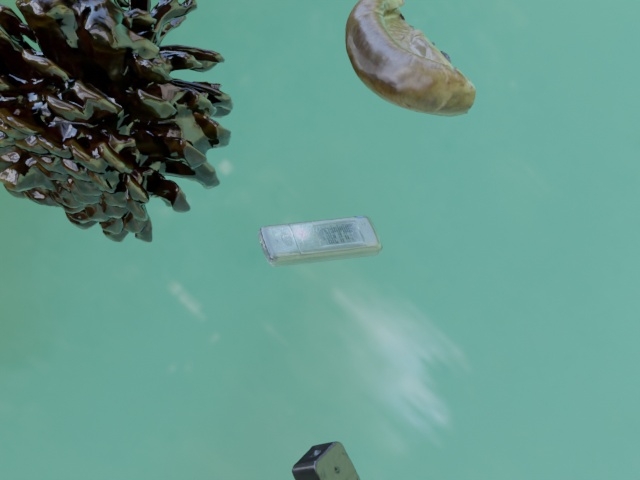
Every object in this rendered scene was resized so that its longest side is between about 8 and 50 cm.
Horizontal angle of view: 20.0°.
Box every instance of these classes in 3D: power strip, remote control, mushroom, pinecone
[{"bbox_3d":[0.018,0.199,1.305,0.029,0.111,0.038,-15,17,41],"label":"power strip"},{"bbox_3d":[0.000,0.000,1.833,0.018,0.124,0.053,105,151,-46],"label":"remote control"},{"bbox_3d":[0.073,-0.182,1.775,0.072,0.094,0.210,-58,41,21],"label":"mushroom"},{"bbox_3d":[-0.294,-0.190,2.436,0.398,0.398,0.398,-39,21,18],"label":"pinecone"}]
